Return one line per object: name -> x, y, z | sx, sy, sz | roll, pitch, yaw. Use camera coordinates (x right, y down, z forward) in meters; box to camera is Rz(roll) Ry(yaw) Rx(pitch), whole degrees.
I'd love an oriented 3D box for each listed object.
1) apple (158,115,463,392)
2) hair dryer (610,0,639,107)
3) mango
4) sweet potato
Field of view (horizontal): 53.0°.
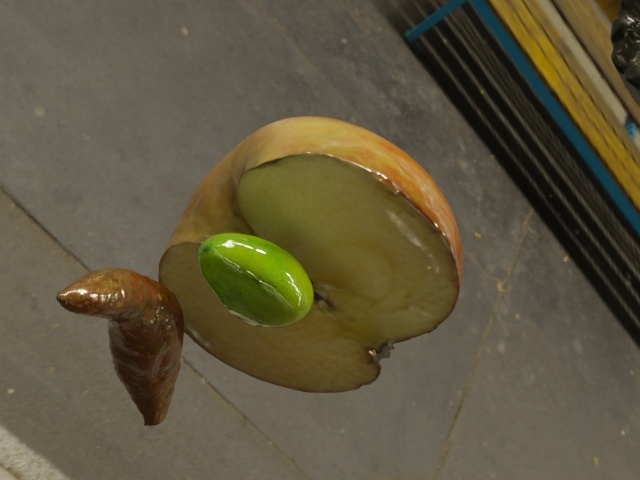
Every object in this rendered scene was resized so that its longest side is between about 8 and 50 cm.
apple -> 0.000, 0.000, 0.635 | 0.251, 0.293, 0.163 | 38, 39, -19
hair dryer -> 0.320, -0.006, 0.324 | 0.312, 0.123, 0.341 | 10, 52, -24
mango -> -0.050, 0.030, 0.494 | 0.108, 0.073, 0.056 | 38, 54, -39
sweet potato -> -0.145, 0.076, 0.512 | 0.058, 0.255, 0.078 | 31, 61, 14
